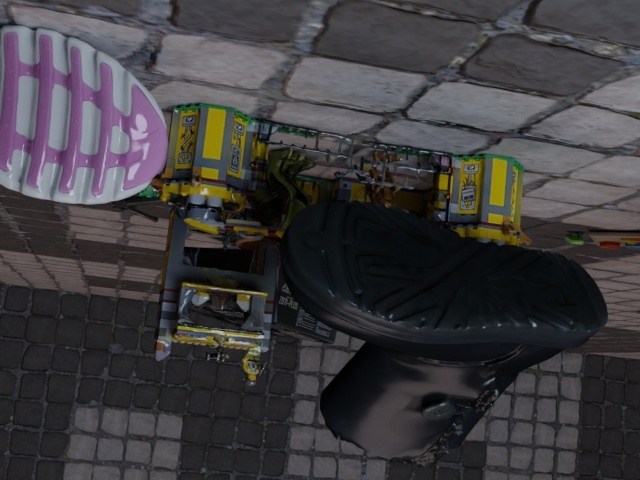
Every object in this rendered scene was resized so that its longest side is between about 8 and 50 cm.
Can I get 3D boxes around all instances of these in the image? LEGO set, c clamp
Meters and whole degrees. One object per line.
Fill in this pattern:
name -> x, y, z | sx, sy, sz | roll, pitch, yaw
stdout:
LEGO set -> -0.002, 0.028, 0.728 | 0.331, 0.192, 0.255 | 9, 170, -22
c clamp -> -0.198, -0.050, 0.941 | 0.137, 0.022, 0.161 | 18, 167, -34

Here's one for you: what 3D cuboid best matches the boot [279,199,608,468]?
boot -> 0.049, 0.081, 0.626 | 0.247, 0.094, 0.207 | 10, 137, -28

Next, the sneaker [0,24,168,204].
sneaker -> -0.207, -0.080, 0.544 | 0.237, 0.095, 0.104 | 11, 178, -2

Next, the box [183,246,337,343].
box -> -0.082, 0.071, 1.149 | 0.147, 0.077, 0.180 | 2, 164, 43

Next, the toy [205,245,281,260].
toy -> -0.029, 0.038, 1.263 | 0.237, 0.056, 0.137 | 2, 171, 26

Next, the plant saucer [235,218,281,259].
plant saucer -> 0.000, 0.000, 1.061 | 0.200, 0.037, 0.200 | 7, 172, 1

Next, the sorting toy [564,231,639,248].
sorting toy -> 0.302, 0.001, 0.938 | 0.083, 0.012, 0.062 | 1, 170, 28
